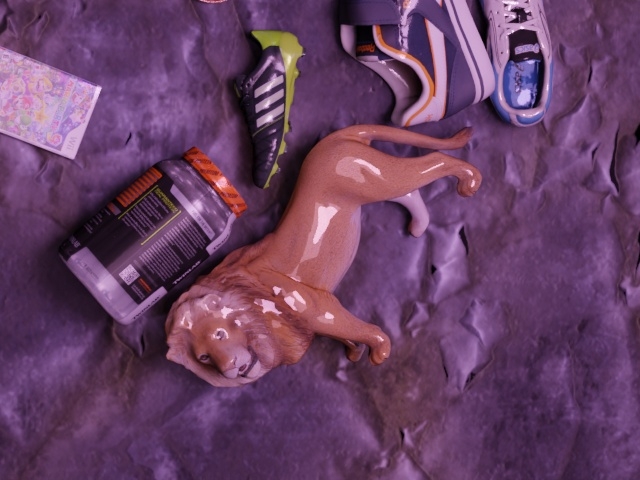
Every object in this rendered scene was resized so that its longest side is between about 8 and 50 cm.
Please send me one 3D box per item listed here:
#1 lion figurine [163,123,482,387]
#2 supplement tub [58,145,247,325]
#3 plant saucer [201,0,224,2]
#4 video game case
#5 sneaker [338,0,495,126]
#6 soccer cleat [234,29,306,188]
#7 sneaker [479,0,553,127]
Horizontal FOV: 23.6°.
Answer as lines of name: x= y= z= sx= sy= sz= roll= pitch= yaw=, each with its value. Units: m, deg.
lion figurine: x=0.000 y=0.000 z=1.708 sx=0.240 sy=0.142 sz=0.392 roll=27 pitch=85 yaw=-19
supplement tub: x=-0.180 y=-0.008 z=1.666 sx=0.190 sy=0.117 sz=0.117 roll=-40 pitch=105 yaw=-6
plant saucer: x=-0.121 y=-0.305 z=1.698 sx=0.084 sy=0.013 sz=0.083 roll=-2 pitch=97 yaw=-16
video game case: x=-0.311 y=-0.150 z=1.668 sx=0.122 sy=0.011 sz=0.087 roll=21 pitch=91 yaw=-17
sneaker: x=0.079 y=-0.276 z=1.697 sx=0.127 sy=0.126 sz=0.321 roll=-30 pitch=105 yaw=-16
soccer cleat: x=-0.065 y=-0.148 z=1.714 sx=0.072 sy=0.060 sz=0.178 roll=10 pitch=88 yaw=-6
sneaker: x=0.228 y=-0.248 z=1.762 sx=0.085 sy=0.086 sz=0.237 roll=-10 pitch=98 yaw=-12
